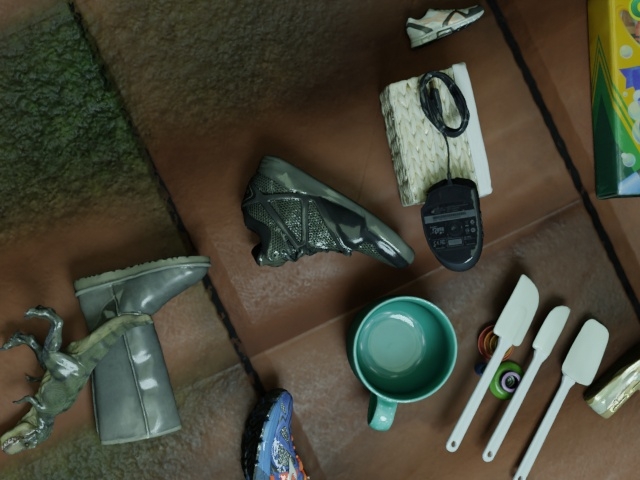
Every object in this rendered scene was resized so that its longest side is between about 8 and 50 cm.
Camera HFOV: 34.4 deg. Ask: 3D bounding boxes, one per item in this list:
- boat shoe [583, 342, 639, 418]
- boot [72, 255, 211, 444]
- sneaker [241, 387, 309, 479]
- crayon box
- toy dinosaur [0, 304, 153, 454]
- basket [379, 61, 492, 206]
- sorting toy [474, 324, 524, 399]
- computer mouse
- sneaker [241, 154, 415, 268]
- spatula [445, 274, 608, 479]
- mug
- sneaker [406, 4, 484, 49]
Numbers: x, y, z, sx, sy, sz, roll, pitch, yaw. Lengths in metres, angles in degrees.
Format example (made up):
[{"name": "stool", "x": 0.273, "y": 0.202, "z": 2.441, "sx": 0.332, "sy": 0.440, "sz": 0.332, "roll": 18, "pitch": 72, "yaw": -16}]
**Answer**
[{"name": "boat shoe", "x": 0.409, "y": 0.179, "z": 1.357, "sx": 0.135, "sy": 0.050, "sz": 0.045, "roll": -40, "pitch": 97, "yaw": 4}, {"name": "boot", "x": -0.204, "y": 0.133, "z": 1.267, "sx": 0.189, "sy": 0.076, "sz": 0.208, "roll": -15, "pitch": 83, "yaw": 7}, {"name": "sneaker", "x": -0.051, "y": 0.293, "z": 1.288, "sx": 0.087, "sy": 0.083, "sz": 0.221, "roll": 2, "pitch": 93, "yaw": -20}, {"name": "crayon box", "x": 0.463, "y": -0.220, "z": 1.356, "sx": 0.203, "sy": 0.083, "sz": 0.323, "roll": -3, "pitch": 88, "yaw": -7}, {"name": "toy dinosaur", "x": -0.316, "y": 0.140, "z": 1.237, "sx": 0.118, "sy": 0.064, "sz": 0.268, "roll": 44, "pitch": 111, "yaw": 0}, {"name": "basket", "x": 0.141, "y": -0.127, "z": 1.300, "sx": 0.103, "sy": 0.113, "sz": 0.167, "roll": -11, "pitch": 90, "yaw": -3}, {"name": "sorting toy", "x": 0.233, "y": 0.161, "z": 1.336, "sx": 0.061, "sy": 0.042, "sz": 0.102, "roll": -20, "pitch": 91, "yaw": -7}, {"name": "computer mouse", "x": 0.153, "y": -0.083, "z": 1.231, "sx": 0.071, "sy": 0.041, "sz": 0.242, "roll": -6, "pitch": 87, "yaw": 16}, {"name": "sneaker", "x": 0.000, "y": 0.000, "z": 1.293, "sx": 0.227, "sy": 0.087, "sz": 0.130, "roll": 29, "pitch": 87, "yaw": -2}, {"name": "spatula", "x": 0.267, "y": 0.187, "z": 1.326, "sx": 0.168, "sy": 0.019, "sz": 0.242, "roll": 32, "pitch": 80, "yaw": -25}, {"name": "mug", "x": 0.087, "y": 0.141, "z": 1.291, "sx": 0.158, "sy": 0.097, "sz": 0.129, "roll": -40, "pitch": 94, "yaw": -6}, {"name": "sneaker", "x": 0.161, "y": -0.288, "z": 1.342, "sx": 0.109, "sy": 0.040, "sz": 0.044, "roll": -23, "pitch": 89, "yaw": -7}]
